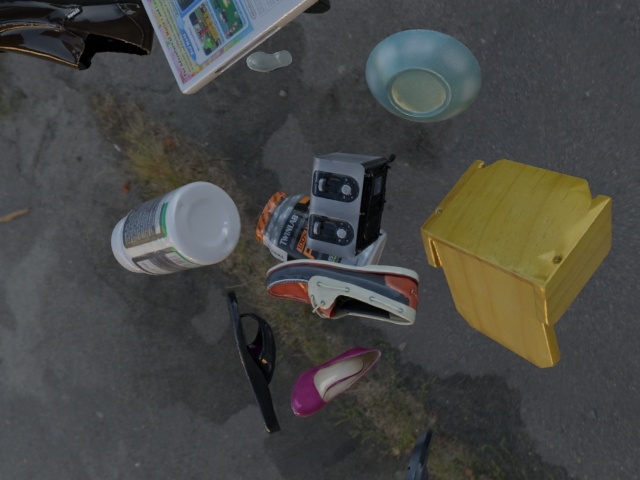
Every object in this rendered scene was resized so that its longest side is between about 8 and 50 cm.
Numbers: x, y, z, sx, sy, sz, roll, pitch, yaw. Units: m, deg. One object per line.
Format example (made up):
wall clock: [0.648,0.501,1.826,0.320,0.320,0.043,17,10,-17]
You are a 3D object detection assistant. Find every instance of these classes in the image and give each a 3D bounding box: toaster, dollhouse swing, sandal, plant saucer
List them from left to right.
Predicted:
sandal: [-0.170,0.332,1.563,0.106,0.167,0.446,-19,107,-10]
toaster: [0.053,-0.073,0.992,0.110,0.185,0.168,12,108,20]
plant saucer: [0.165,-0.255,0.910,0.194,0.195,0.038,3,56,24]
dollhouse swing: [0.457,0.050,1.245,0.315,0.305,0.346,-50,37,-7]

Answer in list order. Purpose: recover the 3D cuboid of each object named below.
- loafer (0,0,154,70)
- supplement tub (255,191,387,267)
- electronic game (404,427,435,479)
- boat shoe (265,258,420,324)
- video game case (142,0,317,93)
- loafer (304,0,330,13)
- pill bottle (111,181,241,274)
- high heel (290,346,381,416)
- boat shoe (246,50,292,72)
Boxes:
loafer: [-0.297,-0.237,0.632,0.219,0.080,0.079,-12,90,-11]
supplement tub: [0.000,0.000,1.461,0.315,0.193,0.194,24,101,12]
electronic game: [0.196,0.499,1.126,0.048,0.229,0.230,15,97,16]
boat shoe: [0.015,0.046,0.466,0.136,0.049,0.043,3,62,14]
video game case: [-0.086,-0.215,0.412,0.143,0.019,0.157,-22,92,35]
loafer: [-0.049,-0.481,1.035,0.062,0.170,0.062,-9,76,49]
pill bottle: [-0.388,-0.018,1.427,0.360,0.204,0.205,-11,86,45]
high heel: [0.036,0.286,1.133,0.117,0.244,0.082,-27,82,30]
boat shoe: [-0.121,-0.400,1.233,0.038,0.125,0.046,-10,105,50]
